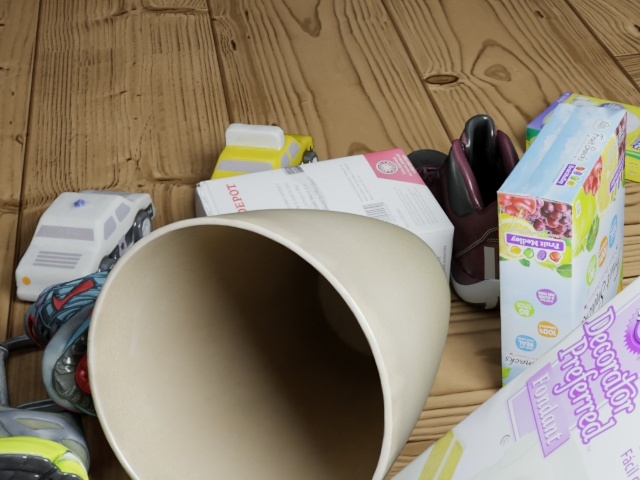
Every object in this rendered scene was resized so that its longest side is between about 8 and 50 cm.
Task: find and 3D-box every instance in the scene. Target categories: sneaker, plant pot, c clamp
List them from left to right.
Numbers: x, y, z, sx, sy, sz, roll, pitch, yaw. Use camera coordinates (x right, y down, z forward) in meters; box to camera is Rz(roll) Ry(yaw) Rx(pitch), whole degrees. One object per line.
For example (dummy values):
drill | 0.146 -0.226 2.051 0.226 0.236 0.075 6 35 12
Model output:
sneaker | -0.323 0.184 1.099 0.299 0.111 0.121 2 21 1
c clamp | -0.269 0.126 1.243 0.137 0.022 0.161 -8 30 -7
sneaker | -0.206 0.090 1.212 0.125 0.104 0.262 -4 12 10
plant pot | -0.003 0.075 1.113 0.256 0.257 0.274 12 19 25
sneaker | 0.148 -0.067 1.371 0.106 0.163 0.281 -12 32 -12

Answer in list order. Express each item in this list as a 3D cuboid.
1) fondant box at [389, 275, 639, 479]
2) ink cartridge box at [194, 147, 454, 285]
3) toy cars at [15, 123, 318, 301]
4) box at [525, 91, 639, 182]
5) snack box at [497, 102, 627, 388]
fondant box | 0.143 0.191 0.829 0.330 0.096 0.238 -42 24 20
ink cartridge box | 0.000 0.000 1.336 0.217 0.092 0.158 -9 36 -14
toy cars | -0.156 -0.050 1.457 0.393 0.087 0.176 -22 35 -26
box | 0.332 -0.113 1.540 0.179 0.043 0.105 18 38 30
snack box | 0.211 0.012 1.189 0.070 0.207 0.174 11 35 23
